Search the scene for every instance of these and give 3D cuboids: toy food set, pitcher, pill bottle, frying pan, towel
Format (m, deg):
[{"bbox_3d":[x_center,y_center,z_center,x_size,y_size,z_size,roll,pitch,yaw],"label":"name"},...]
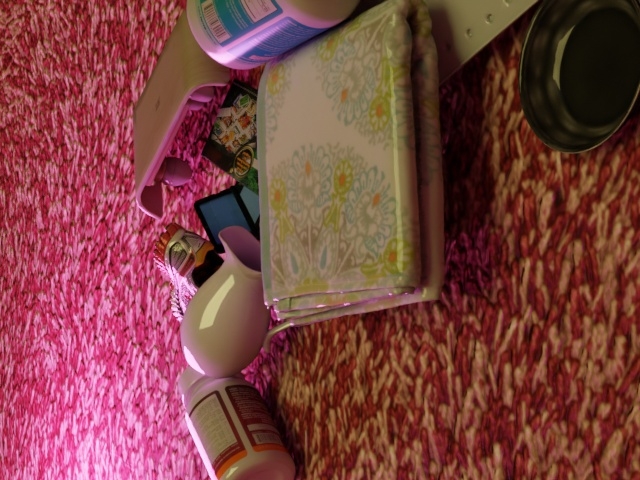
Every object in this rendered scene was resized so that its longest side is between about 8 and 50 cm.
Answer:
[{"bbox_3d":[-0.225,-0.213,2.325,0.306,0.092,0.220,-58,27,36],"label":"toy food set"},{"bbox_3d":[-0.105,0.108,2.061,0.178,0.125,0.207,30,115,13],"label":"pitcher"},{"bbox_3d":[-0.130,0.281,2.098,0.221,0.121,0.121,59,135,42],"label":"pill bottle"},{"bbox_3d":[0.314,-0.245,1.516,0.197,0.053,0.326,53,128,45],"label":"frying pan"},{"bbox_3d":[-0.044,-0.319,1.780,0.264,0.146,0.146,-18,72,50],"label":"pill bottle"},{"bbox_3d":[0.036,-0.089,1.780,0.320,0.090,0.374,-13,77,54],"label":"towel"}]

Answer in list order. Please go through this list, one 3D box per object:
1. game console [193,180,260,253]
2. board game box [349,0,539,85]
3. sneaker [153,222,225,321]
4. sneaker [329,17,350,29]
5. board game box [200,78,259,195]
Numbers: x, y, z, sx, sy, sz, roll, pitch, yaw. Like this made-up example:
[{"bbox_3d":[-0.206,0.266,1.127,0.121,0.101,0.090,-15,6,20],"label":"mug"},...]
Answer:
[{"bbox_3d":[-0.130,-0.055,2.173,0.107,0.071,0.122,-62,41,34],"label":"game console"},{"bbox_3d":[0.129,-0.416,1.695,0.390,0.050,0.390,-39,78,49],"label":"board game box"},{"bbox_3d":[-0.181,0.071,2.163,0.093,0.225,0.088,19,61,28],"label":"sneaker"},{"bbox_3d":[0.002,-0.273,1.992,0.075,0.063,0.170,58,140,30],"label":"sneaker"},{"bbox_3d":[-0.091,-0.147,2.133,0.259,0.030,0.136,36,102,53],"label":"board game box"}]
